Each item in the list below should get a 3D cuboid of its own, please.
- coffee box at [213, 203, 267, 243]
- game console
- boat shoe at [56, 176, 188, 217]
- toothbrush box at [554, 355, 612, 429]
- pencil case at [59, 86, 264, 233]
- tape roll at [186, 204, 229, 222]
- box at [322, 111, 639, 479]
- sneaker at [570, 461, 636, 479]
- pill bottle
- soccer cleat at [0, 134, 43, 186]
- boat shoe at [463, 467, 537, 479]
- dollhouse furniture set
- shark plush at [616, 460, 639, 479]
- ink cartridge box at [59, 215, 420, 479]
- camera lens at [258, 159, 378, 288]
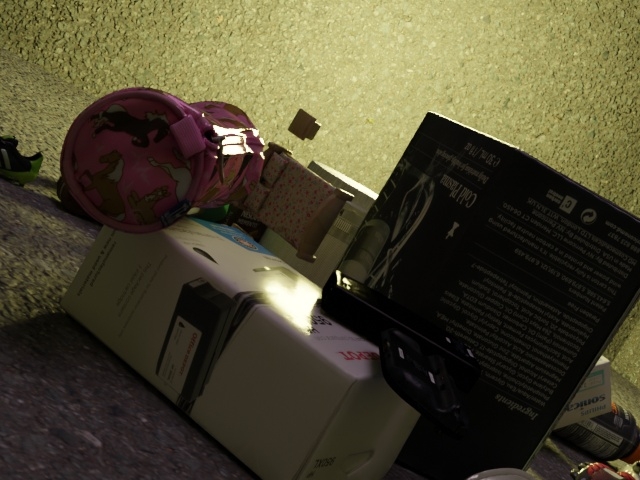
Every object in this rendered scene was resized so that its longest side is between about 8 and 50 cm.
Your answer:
[{"bbox_3d":[-0.164,-0.025,2.046,0.098,0.141,0.246,34,8,28],"label":"coffee box"},{"bbox_3d":[0.097,0.130,1.122,0.213,0.044,0.361,31,8,-4],"label":"game console"},{"bbox_3d":[-0.363,-0.070,1.768,0.258,0.095,0.095,24,3,-37],"label":"boat shoe"},{"bbox_3d":[0.447,0.278,2.052,0.217,0.126,0.295,-14,23,-12],"label":"toothbrush box"},{"bbox_3d":[-0.174,-0.102,1.176,0.167,0.160,0.386,28,8,2],"label":"pencil case"},{"bbox_3d":[-0.323,-0.124,1.820,0.321,0.077,0.321,14,-16,4],"label":"tape roll"},{"bbox_3d":[0.229,0.081,1.562,0.298,0.471,0.480,27,8,-14],"label":"box"},{"bbox_3d":[0.503,0.447,1.620,0.135,0.097,0.276,34,6,42],"label":"sneaker"},{"bbox_3d":[0.621,0.416,2.179,0.246,0.130,0.130,29,7,-11],"label":"pill bottle"},{"bbox_3d":[-0.560,-0.155,1.638,0.179,0.072,0.060,25,9,-36],"label":"soccer cleat"},{"bbox_3d":[0.280,0.384,1.321,0.320,0.116,0.099,17,-29,-35],"label":"boat shoe"},{"bbox_3d":[-0.071,-0.032,1.616,0.174,0.355,0.303,21,12,-48],"label":"dollhouse furniture set"},{"bbox_3d":[0.652,0.517,2.038,0.067,0.073,0.161,51,-10,11],"label":"shark plush"},{"bbox_3d":[-0.080,0.130,1.218,0.395,0.166,0.285,34,9,26],"label":"ink cartridge box"},{"bbox_3d":[0.000,0.000,1.987,0.219,0.274,0.219,29,7,-4],"label":"camera lens"}]
